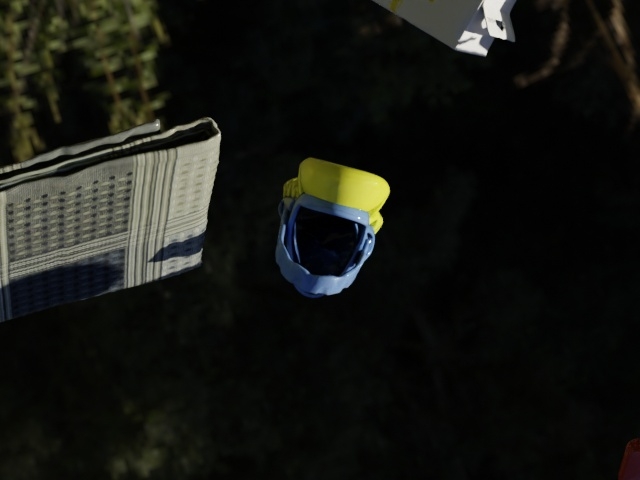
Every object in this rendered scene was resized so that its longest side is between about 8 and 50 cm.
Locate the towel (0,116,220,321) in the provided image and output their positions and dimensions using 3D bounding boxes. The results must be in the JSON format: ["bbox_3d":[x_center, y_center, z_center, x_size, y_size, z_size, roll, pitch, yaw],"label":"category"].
[{"bbox_3d":[-0.256,-0.017,1.785,0.312,0.056,0.324,-15,158,-16],"label":"towel"}]

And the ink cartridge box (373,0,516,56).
[{"bbox_3d":[0.110,-0.226,1.523,0.090,0.143,0.092,-61,163,14],"label":"ink cartridge box"}]

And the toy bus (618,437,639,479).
[{"bbox_3d":[0.343,0.155,1.329,0.202,0.104,0.191,31,103,-31],"label":"toy bus"}]

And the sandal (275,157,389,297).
[{"bbox_3d":[0.000,0.000,1.963,0.126,0.138,0.317,17,173,4],"label":"sandal"}]
